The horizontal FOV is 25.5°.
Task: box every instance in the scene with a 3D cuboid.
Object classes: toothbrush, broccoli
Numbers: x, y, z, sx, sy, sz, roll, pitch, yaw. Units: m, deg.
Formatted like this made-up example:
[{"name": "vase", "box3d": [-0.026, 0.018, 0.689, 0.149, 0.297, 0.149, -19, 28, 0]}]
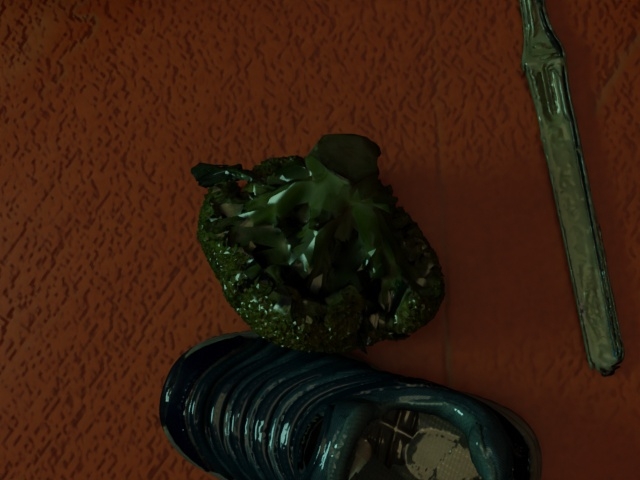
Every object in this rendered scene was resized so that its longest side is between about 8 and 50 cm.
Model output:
[{"name": "toothbrush", "box3d": [0.129, -0.070, 0.773, 0.026, 0.028, 0.294, -11, 90, 6]}, {"name": "broccoli", "box3d": [0.000, 0.000, 0.732, 0.130, 0.120, 0.131, 6, 45, -15]}]

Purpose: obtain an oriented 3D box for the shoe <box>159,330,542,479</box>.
[{"name": "shoe", "box3d": [0.014, 0.101, 0.731, 0.207, 0.106, 0.091, 13, 86, 12]}]
